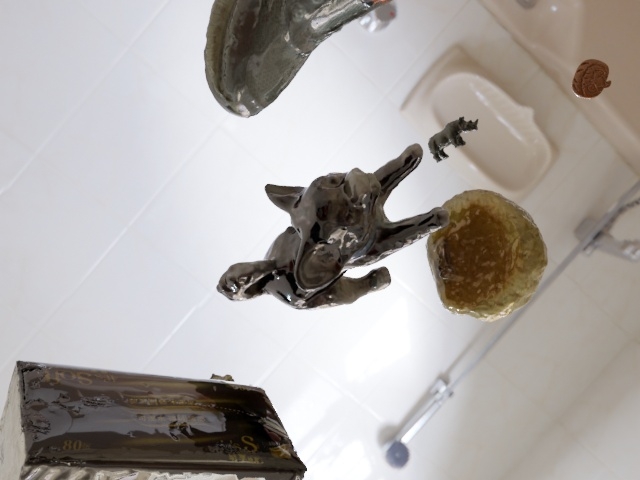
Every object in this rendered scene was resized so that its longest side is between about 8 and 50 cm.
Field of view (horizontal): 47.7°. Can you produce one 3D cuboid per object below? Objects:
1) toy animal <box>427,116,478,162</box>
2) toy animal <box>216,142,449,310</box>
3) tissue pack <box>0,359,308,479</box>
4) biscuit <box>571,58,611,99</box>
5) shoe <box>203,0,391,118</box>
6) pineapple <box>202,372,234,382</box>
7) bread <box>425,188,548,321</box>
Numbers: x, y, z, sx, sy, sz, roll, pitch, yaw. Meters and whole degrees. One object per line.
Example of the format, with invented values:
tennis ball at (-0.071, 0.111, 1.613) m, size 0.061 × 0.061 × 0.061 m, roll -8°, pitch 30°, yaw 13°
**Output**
toy animal at (0.311, -0.244, 1.689) m, size 0.065 × 0.135 × 0.047 m, roll 58°, pitch -149°, yaw 6°
toy animal at (0.000, 0.000, 1.161) m, size 0.194 × 0.302 × 0.344 m, roll 67°, pitch 151°, yaw 22°
tissue pack at (-0.238, 0.301, 0.952) m, size 0.370 × 0.198 × 0.210 m, roll 12°, pitch -158°, yaw -30°
biscuit at (0.582, -0.345, 1.551) m, size 0.078 × 0.091 × 0.015 m, roll 19°, pitch 173°, yaw 14°
shoe at (0.021, -0.261, 0.733) m, size 0.171 × 0.336 × 0.132 m, roll 22°, pitch 172°, yaw 30°
pineapple at (-0.205, 0.286, 1.266) m, size 0.116 × 0.137 × 0.069 m, roll 37°, pitch 156°, yaw 54°
bread at (0.306, 0.031, 1.345) m, size 0.244 × 0.244 × 0.134 m, roll 43°, pitch -157°, yaw 29°
